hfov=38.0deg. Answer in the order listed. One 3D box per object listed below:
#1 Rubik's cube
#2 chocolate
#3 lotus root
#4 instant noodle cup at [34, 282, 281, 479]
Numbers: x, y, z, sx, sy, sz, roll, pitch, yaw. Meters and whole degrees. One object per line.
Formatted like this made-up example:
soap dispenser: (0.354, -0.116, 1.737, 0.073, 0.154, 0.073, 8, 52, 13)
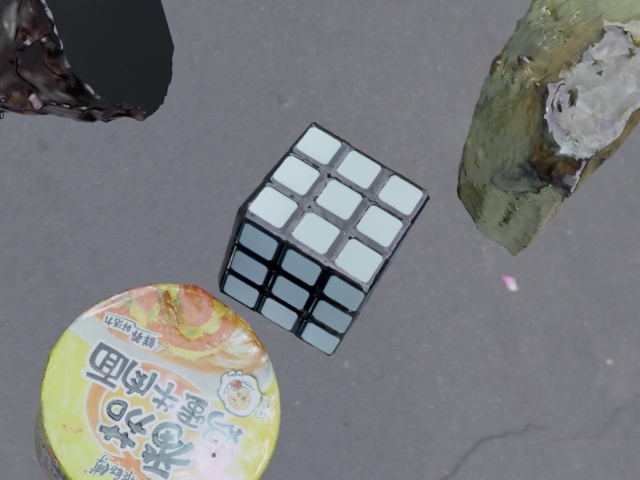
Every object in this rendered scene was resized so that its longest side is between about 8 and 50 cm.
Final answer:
Rubik's cube: (0.000, 0.000, 1.026, 0.163, 0.160, 0.162, 30, 55, 4)
chocolate: (-0.197, -0.141, 0.644, 0.156, 0.133, 0.156, -11, 90, -69)
lotus root: (0.109, -0.067, 0.431, 0.070, 0.144, 0.143, 37, 96, 7)
instant noodle cup: (-0.201, 0.202, 1.049, 0.264, 0.200, 0.264, 11, 64, -24)
